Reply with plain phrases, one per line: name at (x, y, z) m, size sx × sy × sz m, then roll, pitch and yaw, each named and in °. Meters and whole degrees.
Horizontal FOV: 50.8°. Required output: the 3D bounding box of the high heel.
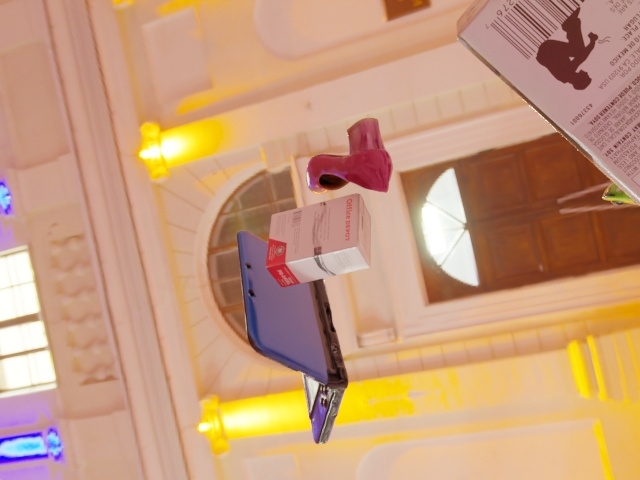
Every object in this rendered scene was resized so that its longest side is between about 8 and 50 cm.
high heel at (0.042, -0.091, 1.076) m, size 0.082 × 0.244 × 0.117 m, roll 0°, pitch -108°, yaw -28°

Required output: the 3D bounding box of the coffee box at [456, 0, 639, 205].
coffee box at (0.246, -0.098, 0.484) m, size 0.297 × 0.119 × 0.168 m, roll 40°, pitch -157°, yaw -6°

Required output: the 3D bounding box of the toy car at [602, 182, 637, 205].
toy car at (0.481, -0.059, 0.869) m, size 0.239 × 0.225 × 0.053 m, roll -156°, pitch 75°, yaw -85°

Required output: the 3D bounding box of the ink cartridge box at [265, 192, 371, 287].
ink cartridge box at (0.000, 0.000, 1.031) m, size 0.063 × 0.151 × 0.109 m, roll 58°, pitch -153°, yaw -44°

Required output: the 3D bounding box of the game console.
game console at (-0.066, 0.164, 1.161) m, size 0.293 × 0.174 × 0.250 m, roll -103°, pitch 22°, yaw -51°
